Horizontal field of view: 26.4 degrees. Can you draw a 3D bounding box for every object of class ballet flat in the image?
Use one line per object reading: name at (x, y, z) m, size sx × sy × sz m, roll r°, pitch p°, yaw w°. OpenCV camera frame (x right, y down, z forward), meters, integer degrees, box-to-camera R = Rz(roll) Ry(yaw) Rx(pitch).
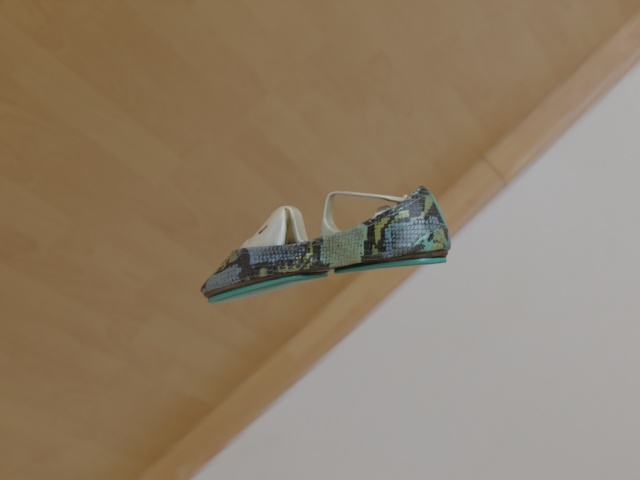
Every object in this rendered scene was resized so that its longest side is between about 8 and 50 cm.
ballet flat at (0.000, 0.000, 0.965) m, size 0.188 × 0.070 × 0.070 m, roll -11°, pitch 156°, yaw 18°
